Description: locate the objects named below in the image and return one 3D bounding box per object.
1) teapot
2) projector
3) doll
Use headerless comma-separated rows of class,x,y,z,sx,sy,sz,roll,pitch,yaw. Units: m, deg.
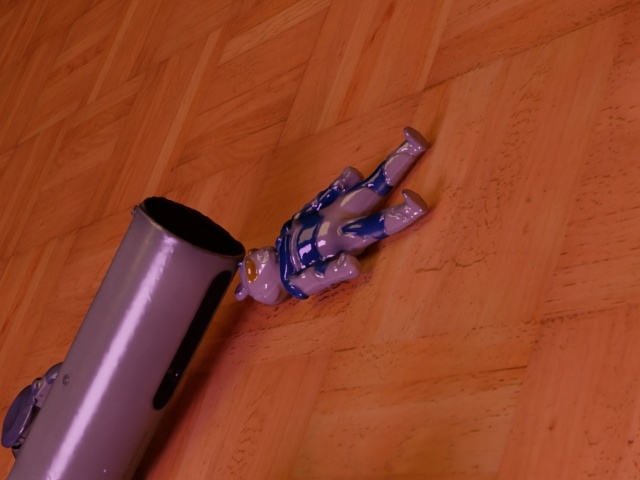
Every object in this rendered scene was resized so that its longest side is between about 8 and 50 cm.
teapot,-0.249,0.185,1.386,0.149,0.108,0.111,-26,43,51
projector,-0.186,0.131,1.282,0.337,0.108,0.108,-63,24,12
doll,0.000,0.000,1.189,0.227,0.057,0.114,-38,36,34
